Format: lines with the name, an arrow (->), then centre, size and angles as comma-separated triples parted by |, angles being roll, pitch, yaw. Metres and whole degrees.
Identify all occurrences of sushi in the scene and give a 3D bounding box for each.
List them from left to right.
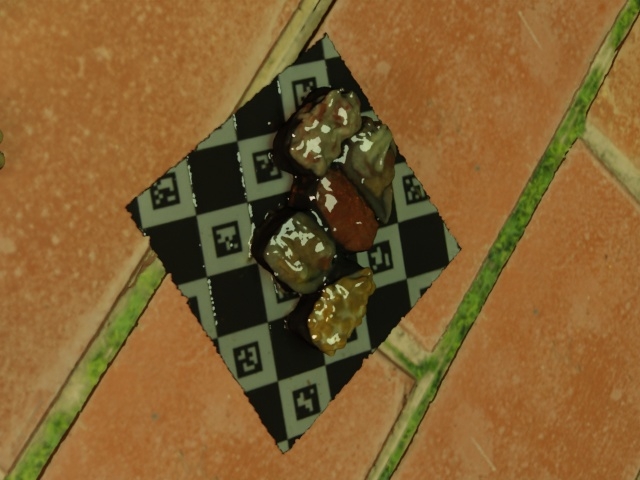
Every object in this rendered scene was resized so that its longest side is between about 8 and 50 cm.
sushi -> 0.000, 0.000, 1.539 | 0.292, 0.059, 0.294 | -45, 117, -25

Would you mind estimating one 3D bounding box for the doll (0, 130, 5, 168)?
doll -> -0.290, -0.072, 1.326 | 0.093, 0.051, 0.061 | -4, 88, -37
